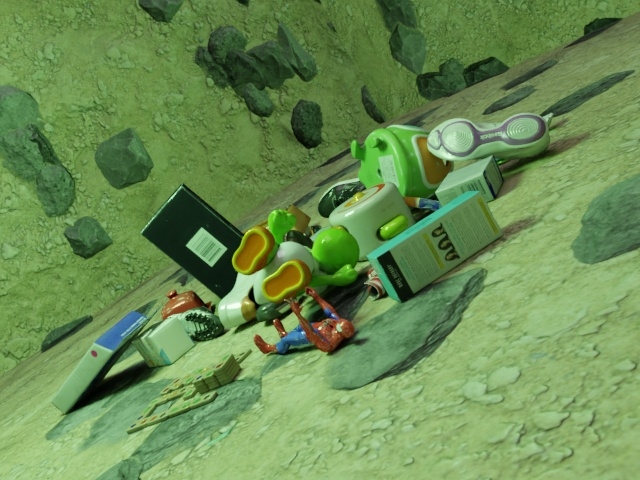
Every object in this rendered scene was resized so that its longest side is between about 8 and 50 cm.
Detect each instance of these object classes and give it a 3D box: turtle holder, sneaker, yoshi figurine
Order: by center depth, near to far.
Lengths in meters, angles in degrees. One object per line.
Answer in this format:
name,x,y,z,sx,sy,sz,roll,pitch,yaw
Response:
sneaker,0.109,0.086,1.392,0.067,0.042,0.118,-30,13,-19
yoshi figurine,-0.023,0.034,1.476,0.202,0.204,0.362,-1,-3,20
sneaker,-0.097,0.071,1.678,0.106,0.163,0.281,-21,14,39
sneaker,0.422,-0.237,1.722,0.305,0.114,0.152,1,-13,28
sneaker,-0.157,0.129,1.785,0.123,0.106,0.290,-16,23,21
sneaker,-0.317,0.213,1.831,0.234,0.078,0.106,-9,10,45
turtle holder,0.228,-0.189,1.916,0.227,0.243,0.320,-16,-22,-18
sneaker,0.108,-0.147,2.294,0.283,0.107,0.124,-26,18,19

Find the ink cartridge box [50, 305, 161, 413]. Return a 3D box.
ink cartridge box,-0.574,0.305,1.832,0.371,0.069,0.176,-45,2,30

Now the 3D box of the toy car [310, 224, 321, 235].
toy car,0.020,-0.029,2.208,0.122,0.060,0.041,-17,-41,-28

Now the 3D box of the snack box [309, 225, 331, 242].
snack box,0.000,0.000,2.072,0.100,0.037,0.141,-19,15,50

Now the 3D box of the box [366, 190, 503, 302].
box,0.218,0.009,1.306,0.244,0.101,0.060,-32,10,-10

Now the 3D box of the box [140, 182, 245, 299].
box,-0.339,0.007,2.048,0.179,0.343,0.312,-49,12,-1

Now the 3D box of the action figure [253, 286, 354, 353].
action figure,-0.043,0.146,1.295,0.091,0.139,0.280,-38,16,-34

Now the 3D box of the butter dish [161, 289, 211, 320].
butter dish,-0.417,0.200,2.046,0.160,0.118,0.160,-31,10,-2

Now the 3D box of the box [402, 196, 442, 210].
box,0.262,-0.090,1.709,0.081,0.028,0.136,9,1,-14

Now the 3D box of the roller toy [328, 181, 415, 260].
roller toy,0.123,-0.052,1.703,0.209,0.146,0.191,-25,11,26

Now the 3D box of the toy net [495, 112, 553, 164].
toy net,0.549,-0.278,1.892,0.232,0.045,0.122,-31,9,-14

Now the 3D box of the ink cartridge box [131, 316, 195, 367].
ink cartridge box,-0.419,0.270,1.808,0.143,0.092,0.090,-20,16,48

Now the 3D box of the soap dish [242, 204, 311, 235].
soap dish,-0.181,-0.002,2.339,0.290,0.118,0.229,-28,11,14

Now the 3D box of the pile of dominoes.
pile of dominoes,-0.280,0.301,1.446,0.251,0.040,0.196,-25,12,23

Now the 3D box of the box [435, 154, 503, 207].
box,0.358,-0.130,1.636,0.126,0.072,0.137,-21,15,32
